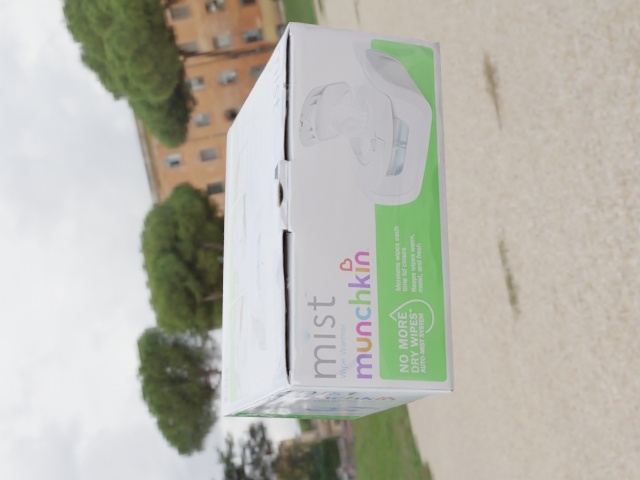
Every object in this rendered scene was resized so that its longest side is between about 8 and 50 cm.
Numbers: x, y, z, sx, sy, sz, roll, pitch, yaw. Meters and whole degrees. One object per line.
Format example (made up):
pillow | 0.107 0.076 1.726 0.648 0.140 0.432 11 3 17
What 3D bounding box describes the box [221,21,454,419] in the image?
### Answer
box | 0.000 0.000 0.793 0.231 0.126 0.262 138 134 -67
